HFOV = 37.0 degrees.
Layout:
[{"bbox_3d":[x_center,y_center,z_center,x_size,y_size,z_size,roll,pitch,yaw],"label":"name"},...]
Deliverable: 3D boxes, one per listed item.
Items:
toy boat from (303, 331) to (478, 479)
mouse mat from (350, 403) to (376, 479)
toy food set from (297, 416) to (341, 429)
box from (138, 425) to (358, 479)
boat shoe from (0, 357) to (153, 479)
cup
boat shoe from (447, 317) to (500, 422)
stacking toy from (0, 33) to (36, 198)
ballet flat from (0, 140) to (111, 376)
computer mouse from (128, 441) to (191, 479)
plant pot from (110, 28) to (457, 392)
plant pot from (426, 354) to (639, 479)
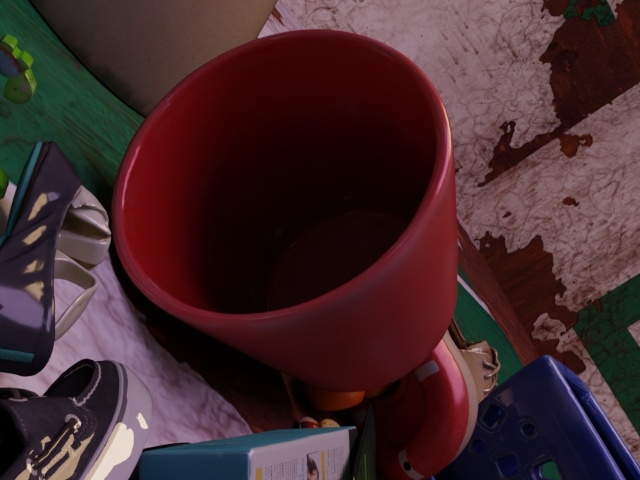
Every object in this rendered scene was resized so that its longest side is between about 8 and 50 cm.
[{"bbox_3d":[0.046,0.135,0.953,0.151,0.151,0.231,-15,67,-44],"label":"toy boat"},{"bbox_3d":[0.035,0.229,0.684,0.152,0.007,0.189,-56,144,-77],"label":"mouse mat"},{"bbox_3d":[0.008,0.194,0.859,0.083,0.020,0.082,39,21,-53],"label":"toy food set"},{"bbox_3d":[-0.030,0.165,0.565,0.244,0.060,0.100,32,55,-74],"label":"box"},{"bbox_3d":[-0.141,0.105,0.427,0.076,0.080,0.228,54,20,-16],"label":"boat shoe"},{"bbox_3d":[-0.161,-0.324,1.045,0.331,0.237,0.331,52,13,-18],"label":"cup"},{"bbox_3d":[0.192,0.186,1.329,0.324,0.116,0.123,57,13,4],"label":"boat shoe"},{"bbox_3d":[-0.273,-0.139,0.607,0.221,0.052,0.167,51,15,-29],"label":"stacking toy"},{"bbox_3d":[-0.163,0.009,0.568,0.074,0.074,0.203,49,19,-26],"label":"ballet flat"},{"bbox_3d":[-0.078,0.163,0.591,0.242,0.041,0.071,41,43,-71],"label":"computer mouse"},{"bbox_3d":[0.000,0.000,0.822,0.275,0.275,0.243,65,5,35],"label":"plant pot"},{"bbox_3d":[0.238,0.288,1.035,0.236,0.212,0.236,61,14,27],"label":"plant pot"}]
